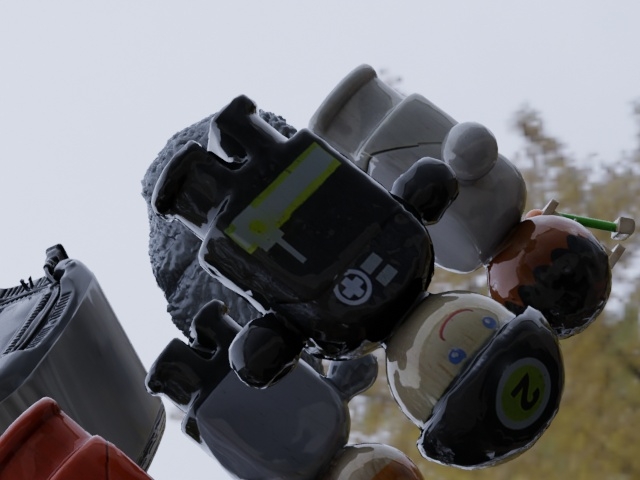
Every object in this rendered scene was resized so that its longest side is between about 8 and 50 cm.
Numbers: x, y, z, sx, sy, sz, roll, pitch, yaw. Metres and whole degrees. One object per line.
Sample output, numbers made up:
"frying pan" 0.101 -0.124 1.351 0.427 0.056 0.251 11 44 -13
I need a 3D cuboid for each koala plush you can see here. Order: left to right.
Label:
"koala plush" 0.000 0.000 1.283 0.196 0.203 0.221 -58 -26 16

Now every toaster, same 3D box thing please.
"toaster" -0.196 0.118 1.240 0.146 0.129 0.227 61 -156 -20

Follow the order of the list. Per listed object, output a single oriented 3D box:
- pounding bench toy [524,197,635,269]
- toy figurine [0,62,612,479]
"pounding bench toy" 0.161 0.003 1.174 0.065 0.052 0.083 36 -114 3
"toy figurine" 0.005 0.053 0.665 0.148 0.209 0.213 38 -69 10
